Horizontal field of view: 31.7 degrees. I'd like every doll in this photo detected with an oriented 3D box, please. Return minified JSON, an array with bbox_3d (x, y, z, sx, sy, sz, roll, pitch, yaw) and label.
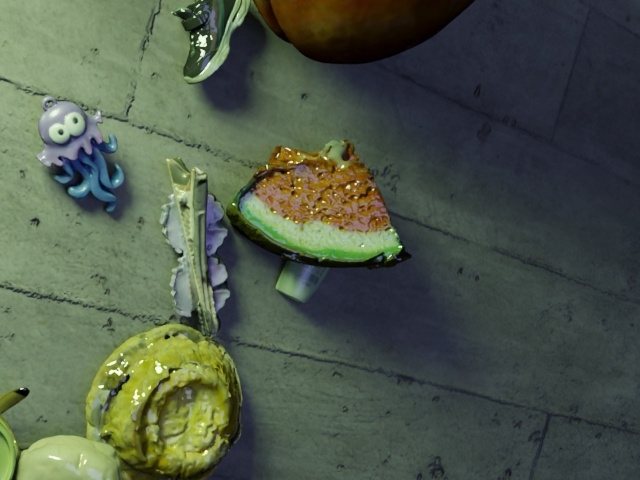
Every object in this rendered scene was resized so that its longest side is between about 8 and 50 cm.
[{"bbox_3d":[-0.335,-0.121,1.587,0.110,0.067,0.206,-39,130,-13],"label":"doll"}]

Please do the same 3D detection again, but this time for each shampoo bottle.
[{"bbox_3d":[0.000,0.000,1.856,0.072,0.049,0.212,32,81,-24],"label":"shampoo bottle"}]

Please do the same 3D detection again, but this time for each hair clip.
[{"bbox_3d":[-0.185,0.012,1.714,0.106,0.084,0.292,-20,115,-36],"label":"hair clip"}]

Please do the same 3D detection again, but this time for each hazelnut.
[{"bbox_3d":[0.097,-0.460,1.638,0.429,0.402,0.402,-42,121,-35],"label":"hazelnut"}]

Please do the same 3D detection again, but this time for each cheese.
[{"bbox_3d":[-0.363,0.410,1.634,0.159,0.093,0.263,-3,105,-11],"label":"cheese"}]

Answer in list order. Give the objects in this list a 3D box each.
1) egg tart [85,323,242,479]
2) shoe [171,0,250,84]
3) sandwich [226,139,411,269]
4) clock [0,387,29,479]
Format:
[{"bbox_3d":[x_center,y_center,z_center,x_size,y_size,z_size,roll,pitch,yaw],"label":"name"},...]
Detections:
[{"bbox_3d":[-0.225,0.266,1.721,0.278,0.095,0.279,-6,101,-33],"label":"egg tart"},{"bbox_3d":[-0.176,-0.317,1.660,0.099,0.071,0.169,33,76,-32],"label":"shoe"},{"bbox_3d":[-0.016,-0.053,1.773,0.292,0.109,0.212,-3,81,-22],"label":"sandwich"},{"bbox_3d":[-0.494,0.293,1.547,0.170,0.069,0.232,28,82,-36],"label":"clock"}]
